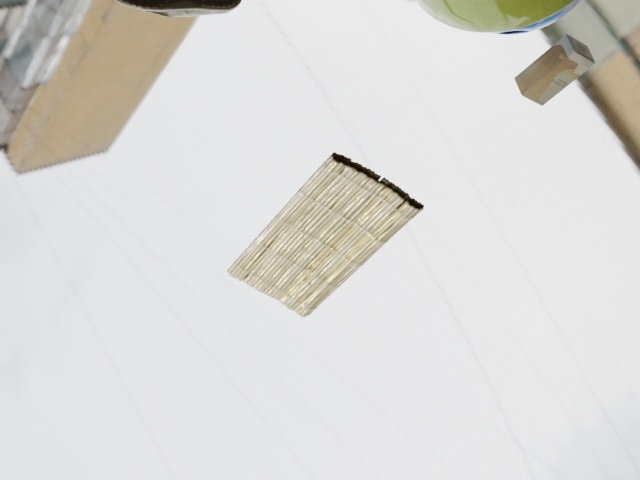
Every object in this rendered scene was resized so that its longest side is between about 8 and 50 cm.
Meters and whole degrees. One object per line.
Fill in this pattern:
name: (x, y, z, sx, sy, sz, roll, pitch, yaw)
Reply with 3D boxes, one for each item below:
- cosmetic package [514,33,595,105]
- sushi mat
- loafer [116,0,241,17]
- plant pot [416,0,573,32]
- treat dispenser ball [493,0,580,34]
cosmetic package: (0.375, -0.272, 1.814, 0.060, 0.115, 0.041, 17, -135, -38)
sushi mat: (0.000, 0.000, 1.608, 0.151, 0.316, 0.019, 29, -134, -15)
loafer: (-0.151, -0.257, 1.180, 0.148, 0.050, 0.056, 11, -96, 7)
plant pot: (0.157, -0.413, 1.199, 0.293, 0.274, 0.275, 37, -144, -55)
treat dispenser ball: (0.295, -0.466, 1.757, 0.288, 0.288, 0.288, 18, -128, -24)
